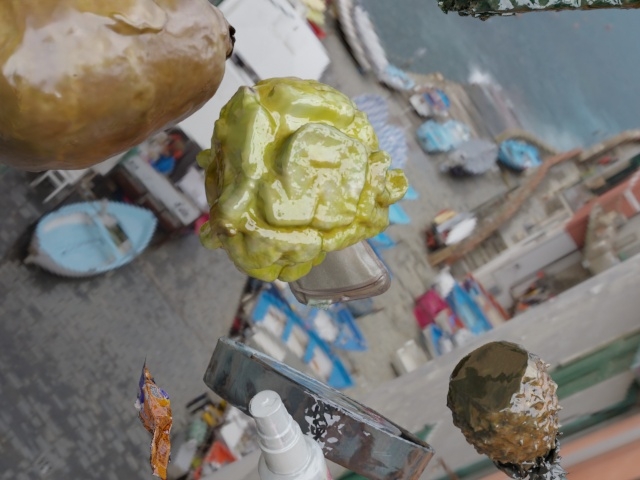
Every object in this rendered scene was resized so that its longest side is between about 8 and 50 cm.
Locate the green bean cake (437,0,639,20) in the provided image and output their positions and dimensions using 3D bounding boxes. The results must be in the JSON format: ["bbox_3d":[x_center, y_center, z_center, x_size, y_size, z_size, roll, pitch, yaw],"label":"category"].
[{"bbox_3d":[0.191,-0.244,0.886,0.193,0.208,0.107,-138,-139,-70],"label":"green bean cake"}]

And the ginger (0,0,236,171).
[{"bbox_3d":[-0.242,-0.166,1.011,0.269,0.200,0.223,21,67,5],"label":"ginger"}]

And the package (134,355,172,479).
[{"bbox_3d":[-0.154,0.166,0.966,0.033,0.077,0.110,-4,55,-19],"label":"package"}]

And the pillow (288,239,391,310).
[{"bbox_3d":[0.000,0.000,1.259,0.038,0.131,0.232,-85,157,-46],"label":"pillow"}]

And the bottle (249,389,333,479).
[{"bbox_3d":[-0.018,0.205,0.885,0.060,0.060,0.217,-81,162,-44],"label":"bottle"}]

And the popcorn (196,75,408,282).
[{"bbox_3d":[-0.032,-0.057,0.948,0.167,0.187,0.185,19,35,-57],"label":"popcorn"}]

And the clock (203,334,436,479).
[{"bbox_3d":[-0.005,0.223,1.344,0.319,0.319,0.066,30,86,-34],"label":"clock"}]

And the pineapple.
[{"bbox_3d":[0.198,0.188,1.010,0.197,0.108,0.108,57,29,-34],"label":"pineapple"}]
